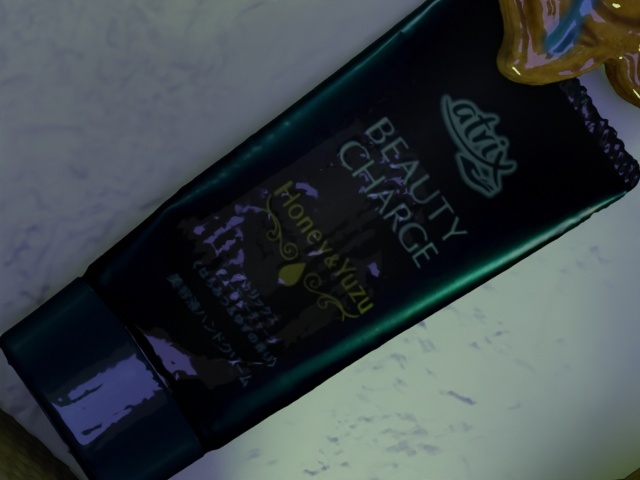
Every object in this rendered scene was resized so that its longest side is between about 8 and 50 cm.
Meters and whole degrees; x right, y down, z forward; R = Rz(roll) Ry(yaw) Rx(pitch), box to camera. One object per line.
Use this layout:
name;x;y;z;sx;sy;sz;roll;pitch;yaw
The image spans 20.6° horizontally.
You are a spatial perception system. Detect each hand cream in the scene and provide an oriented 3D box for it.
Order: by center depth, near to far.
hand cream;0.000;0.000;0.737;0.270;0.061;0.120;-35;93;-13

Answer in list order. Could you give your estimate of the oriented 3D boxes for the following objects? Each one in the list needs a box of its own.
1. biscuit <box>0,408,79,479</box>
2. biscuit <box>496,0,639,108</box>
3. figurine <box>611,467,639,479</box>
biscuit;-0.203;0.049;0.661;0.426;0.144;0.078;43;87;-7
biscuit;0.159;-0.131;0.752;0.280;0.043;0.183;25;86;-8
figurine;0.152;0.194;0.703;0.192;0.167;0.257;39;89;19
